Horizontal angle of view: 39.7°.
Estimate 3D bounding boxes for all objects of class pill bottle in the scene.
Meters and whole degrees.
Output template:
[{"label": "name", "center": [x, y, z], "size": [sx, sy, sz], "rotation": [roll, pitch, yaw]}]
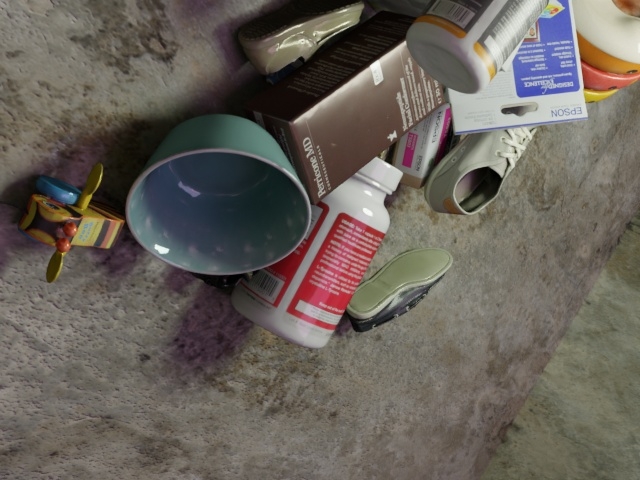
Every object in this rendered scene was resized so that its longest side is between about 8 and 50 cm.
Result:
[{"label": "pill bottle", "center": [0.000, 0.000, 1.842], "size": [0.229, 0.229, 0.407], "rotation": [23, 96, -56]}, {"label": "pill bottle", "center": [0.280, -0.393, 1.468], "size": [0.278, 0.162, 0.162], "rotation": [-52, 145, -9]}]

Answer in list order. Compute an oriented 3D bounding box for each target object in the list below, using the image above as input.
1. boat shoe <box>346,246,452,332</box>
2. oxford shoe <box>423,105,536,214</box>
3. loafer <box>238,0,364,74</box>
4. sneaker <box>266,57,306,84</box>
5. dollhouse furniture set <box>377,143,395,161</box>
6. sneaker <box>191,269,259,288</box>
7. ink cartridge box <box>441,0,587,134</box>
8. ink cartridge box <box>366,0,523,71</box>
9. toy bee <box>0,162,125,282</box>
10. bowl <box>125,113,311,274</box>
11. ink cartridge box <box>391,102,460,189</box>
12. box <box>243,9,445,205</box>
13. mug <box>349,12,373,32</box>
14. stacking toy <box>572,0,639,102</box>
[{"label": "boat shoe", "center": [0.206, 0.135, 2.300], "size": [0.340, 0.127, 0.113], "rotation": [-34, 139, -30]}, {"label": "oxford shoe", "center": [0.417, -0.231, 2.026], "size": [0.169, 0.130, 0.449], "rotation": [36, 95, -36]}, {"label": "loafer", "center": [-0.034, -0.385, 1.635], "size": [0.268, 0.102, 0.092], "rotation": [-27, 136, -26]}, {"label": "sneaker", "center": [-0.053, -0.256, 1.728], "size": [0.081, 0.080, 0.211], "rotation": [-34, 129, -23]}, {"label": "dollhouse furniture set", "center": [0.130, -0.232, 2.019], "size": [0.076, 0.058, 0.151], "rotation": [-57, 166, -17]}, {"label": "sneaker", "center": [-0.153, -0.005, 1.732], "size": [0.227, 0.130, 0.087], "rotation": [-62, 148, -1]}, {"label": "ink cartridge box", "center": [0.411, -0.393, 1.942], "size": [0.072, 0.303, 0.307], "rotation": [166, -83, -85]}, {"label": "ink cartridge box", "center": [0.213, -0.500, 1.699], "size": [0.385, 0.279, 0.160], "rotation": [27, 91, -56]}, {"label": "toy bee", "center": [-0.406, -0.019, 1.370], "size": [0.298, 0.162, 0.195], "rotation": [-15, 128, -46]}, {"label": "bowl", "center": [-0.174, -0.097, 1.539], "size": [0.311, 0.163, 0.311], "rotation": [-3, 138, -2]}, {"label": "ink cartridge box", "center": [0.260, -0.259, 2.083], "size": [0.193, 0.088, 0.234], "rotation": [-32, 139, -51]}, {"label": "box", "center": [0.055, -0.259, 1.673], "size": [0.381, 0.143, 0.191], "rotation": [-39, 133, -24]}, {"label": "mug", "center": [0.089, -0.422, 1.793], "size": [0.064, 0.062, 0.078], "rotation": [18, 94, -47]}, {"label": "stacking toy", "center": [0.680, -0.461, 2.207], "size": [0.350, 0.350, 0.480], "rotation": [-41, 167, -25]}]
